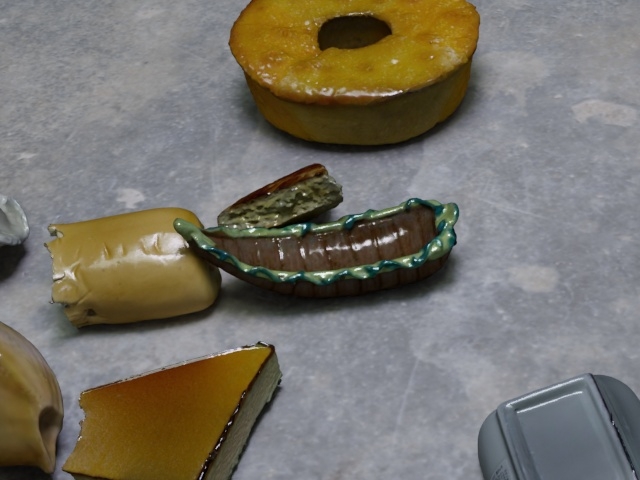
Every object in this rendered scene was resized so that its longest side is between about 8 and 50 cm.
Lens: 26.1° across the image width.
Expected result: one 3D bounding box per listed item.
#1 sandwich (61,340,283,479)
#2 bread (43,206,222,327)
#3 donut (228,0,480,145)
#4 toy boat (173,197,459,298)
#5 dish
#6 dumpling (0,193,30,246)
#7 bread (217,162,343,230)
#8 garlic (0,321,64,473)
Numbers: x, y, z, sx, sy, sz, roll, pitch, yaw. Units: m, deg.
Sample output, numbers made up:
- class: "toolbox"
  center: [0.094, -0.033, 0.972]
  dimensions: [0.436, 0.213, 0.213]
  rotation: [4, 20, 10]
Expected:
- class: "sandwich"
  center: [-0.144, 0.164, 1.281]
  dimensions: [0.163, 0.058, 0.193]
  rotation: [10, 45, 22]
- class: "bread"
  center: [-0.194, 0.021, 1.441]
  dimensions: [0.173, 0.085, 0.134]
  rotation: [-10, 40, -2]
- class: "donut"
  center: [0.043, -0.219, 1.678]
  dimensions: [0.303, 0.110, 0.303]
  rotation: [-3, 41, 3]
- class: "toy boat"
  center: [-0.003, 0.009, 1.420]
  dimensions: [0.293, 0.099, 0.108]
  rotation: [-4, 37, -7]
- class: "dish"
  center: [0.212, 0.195, 1.146]
  dimensions: [0.151, 0.077, 0.212]
  rotation: [-19, 39, 6]
- class: "dumpling"
  center: [-0.388, -0.017, 1.516]
  dimensions: [0.127, 0.108, 0.188]
  rotation: [3, 18, -27]
- class: "bread"
  center: [-0.047, -0.038, 1.492]
  dimensions: [0.136, 0.054, 0.154]
  rotation: [-21, 5, -6]
- class: "garlic"
  center: [-0.412, 0.161, 1.276]
  dimensions: [0.339, 0.151, 0.196]
  rotation: [-14, 52, -6]
